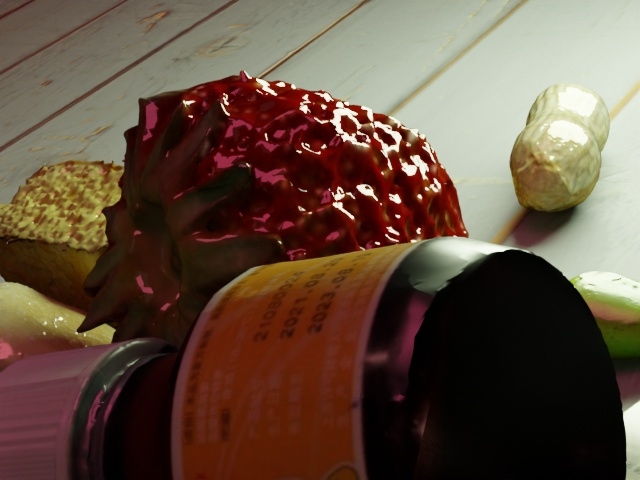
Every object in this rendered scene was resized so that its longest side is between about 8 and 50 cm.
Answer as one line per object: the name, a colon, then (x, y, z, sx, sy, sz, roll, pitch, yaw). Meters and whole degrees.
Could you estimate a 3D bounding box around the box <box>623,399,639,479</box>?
box: (0.297, 0.153, 0.892, 0.175, 0.062, 0.260, -28, 27, -27)

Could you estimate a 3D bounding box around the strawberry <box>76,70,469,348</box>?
strawberry: (0.001, 0.002, 1.177, 0.343, 0.292, 0.292, -6, 15, -36)

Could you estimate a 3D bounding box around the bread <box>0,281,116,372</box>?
bread: (-0.209, 0.091, 1.201, 0.039, 0.181, 0.251, -59, 30, 5)

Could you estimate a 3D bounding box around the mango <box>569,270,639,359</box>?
mango: (0.228, 0.060, 1.138, 0.108, 0.056, 0.073, 1, 34, 25)

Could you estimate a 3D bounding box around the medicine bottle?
medicine bottle: (-0.032, 0.138, 0.927, 0.395, 0.243, 0.242, -13, 20, 38)

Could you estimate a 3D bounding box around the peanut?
peanut: (0.231, -0.091, 1.423, 0.087, 0.087, 0.207, -5, 25, 21)

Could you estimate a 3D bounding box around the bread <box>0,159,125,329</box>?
bread: (-0.210, 0.012, 1.382, 0.229, 0.140, 0.143, 10, 36, 44)
